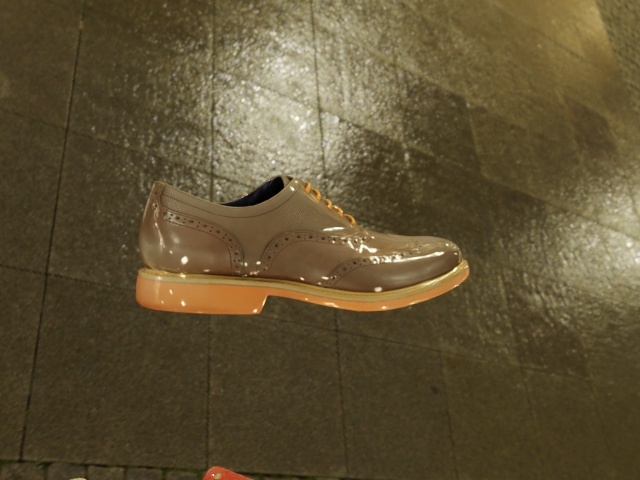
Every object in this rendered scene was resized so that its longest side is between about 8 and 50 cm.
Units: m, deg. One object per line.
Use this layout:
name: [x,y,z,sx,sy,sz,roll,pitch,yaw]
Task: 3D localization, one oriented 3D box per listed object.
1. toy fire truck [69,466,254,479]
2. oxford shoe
toy fire truck: [-0.130,0.157,0.335,0.192,0.047,0.135,9,21,12]
oxford shoe: [0.000,0.000,0.699,0.363,0.130,0.133,0,95,-26]
